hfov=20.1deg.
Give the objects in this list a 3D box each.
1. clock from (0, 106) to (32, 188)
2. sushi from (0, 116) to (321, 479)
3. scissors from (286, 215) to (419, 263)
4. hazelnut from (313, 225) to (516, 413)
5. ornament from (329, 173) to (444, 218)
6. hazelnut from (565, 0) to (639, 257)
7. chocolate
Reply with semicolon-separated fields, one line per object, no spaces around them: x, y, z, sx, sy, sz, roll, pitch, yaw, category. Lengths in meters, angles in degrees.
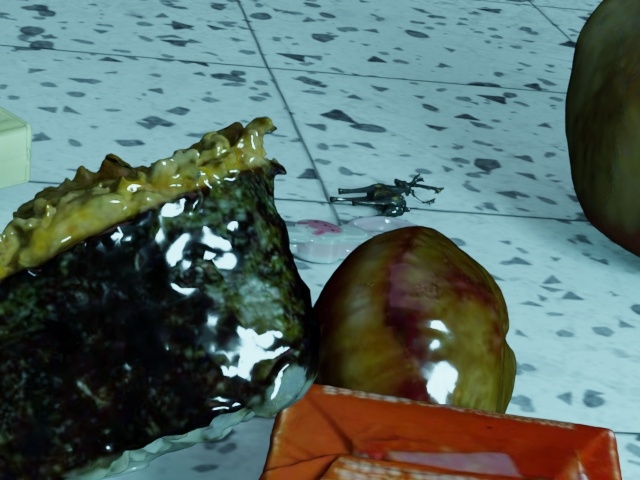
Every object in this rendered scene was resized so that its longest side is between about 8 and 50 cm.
-0.482;-0.129;1.807;0.276;0.120;0.379;-14;35;-38;clock
-0.174;0.066;1.188;0.348;0.208;0.234;-21;2;-16;sushi
0.000;0.000;1.745;0.242;0.031;0.118;2;20;-22;scissors
0.060;0.089;1.364;0.178;0.178;0.204;5;51;-8;hazelnut
0.079;-0.044;1.898;0.125;0.028;0.073;-7;25;-30;ornament
0.417;-0.110;1.799;0.365;0.366;0.366;7;21;-3;hazelnut
0.075;0.193;1.167;0.237;0.108;0.235;7;21;1;chocolate
